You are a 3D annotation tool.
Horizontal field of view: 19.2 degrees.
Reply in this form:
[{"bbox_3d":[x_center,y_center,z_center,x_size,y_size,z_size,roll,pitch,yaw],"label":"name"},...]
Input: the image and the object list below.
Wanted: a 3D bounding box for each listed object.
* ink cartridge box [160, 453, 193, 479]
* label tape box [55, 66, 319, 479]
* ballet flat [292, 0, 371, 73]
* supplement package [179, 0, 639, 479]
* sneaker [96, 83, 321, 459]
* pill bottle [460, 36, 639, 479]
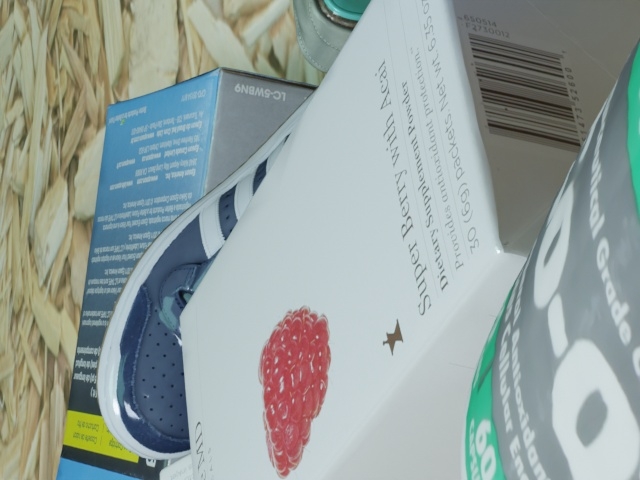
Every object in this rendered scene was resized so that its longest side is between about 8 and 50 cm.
[{"bbox_3d":[0.001,0.190,0.981,0.148,0.086,0.203,-31,46,25],"label":"ink cartridge box"},{"bbox_3d":[-0.088,0.065,1.293,0.241,0.106,0.333,176,102,-67],"label":"label tape box"},{"bbox_3d":[0.002,-0.202,1.241,0.068,0.072,0.213,121,151,-53],"label":"ballet flat"},{"bbox_3d":[0.071,0.034,0.826,0.293,0.175,0.177,123,148,-45],"label":"supplement package"},{"bbox_3d":[0.000,0.000,1.001,0.282,0.099,0.153,-51,20,-18],"label":"sneaker"},{"bbox_3d":[0.167,-0.002,0.464,0.361,0.204,0.204,107,163,-59],"label":"pill bottle"}]
